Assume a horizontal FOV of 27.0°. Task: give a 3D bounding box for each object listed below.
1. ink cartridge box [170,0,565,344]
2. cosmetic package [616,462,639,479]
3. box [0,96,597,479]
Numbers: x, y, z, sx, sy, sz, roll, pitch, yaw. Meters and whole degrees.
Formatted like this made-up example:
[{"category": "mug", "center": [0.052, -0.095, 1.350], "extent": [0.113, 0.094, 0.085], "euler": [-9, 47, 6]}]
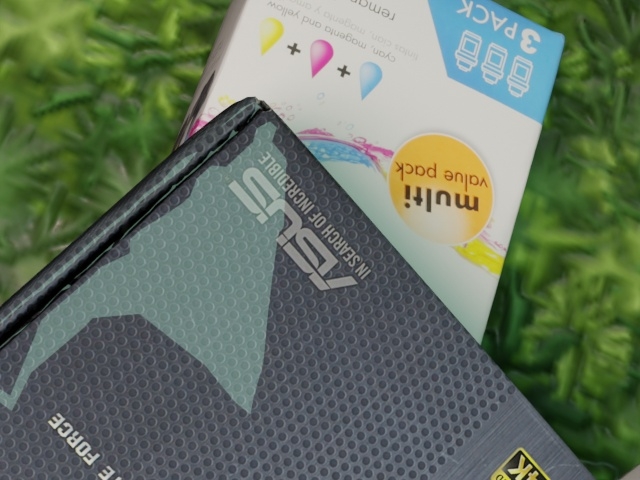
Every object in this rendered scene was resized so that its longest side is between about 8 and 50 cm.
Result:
[{"category": "ink cartridge box", "center": [0.000, 0.000, 0.418], "extent": [0.104, 0.061, 0.181], "euler": [23, 67, -11]}, {"category": "cosmetic package", "center": [0.036, 0.207, 0.239], "extent": [0.366, 0.155, 0.197], "euler": [-33, 101, -12]}, {"category": "box", "center": [-0.011, 0.110, 0.338], "extent": [0.183, 0.059, 0.232], "euler": [-42, 98, -10]}]
